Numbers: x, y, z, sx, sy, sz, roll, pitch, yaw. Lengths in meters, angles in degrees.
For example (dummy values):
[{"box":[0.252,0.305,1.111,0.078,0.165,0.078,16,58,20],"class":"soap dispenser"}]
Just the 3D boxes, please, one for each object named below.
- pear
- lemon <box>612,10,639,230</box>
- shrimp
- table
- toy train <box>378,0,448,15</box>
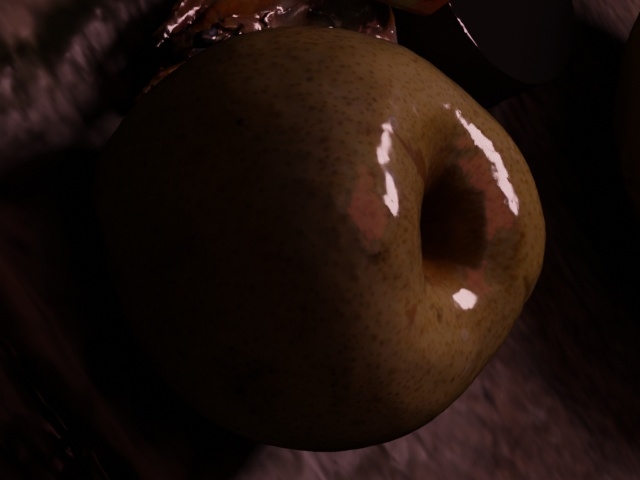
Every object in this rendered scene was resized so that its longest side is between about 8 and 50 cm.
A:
[{"box":[0.000,0.000,0.494,0.167,0.136,0.167,19,64,-44],"class":"pear"},{"box":[0.297,-0.073,0.758,0.260,0.260,0.284,8,89,-45],"class":"lemon"},{"box":[-0.017,-0.086,0.581,0.190,0.042,0.101,-28,101,-51],"class":"shrimp"},{"box":[0.084,-0.141,0.709,0.133,0.043,0.134,20,61,-41],"class":"table"},{"box":[0.025,-0.188,0.612,0.099,0.072,0.188,4,55,-60],"class":"toy train"}]
